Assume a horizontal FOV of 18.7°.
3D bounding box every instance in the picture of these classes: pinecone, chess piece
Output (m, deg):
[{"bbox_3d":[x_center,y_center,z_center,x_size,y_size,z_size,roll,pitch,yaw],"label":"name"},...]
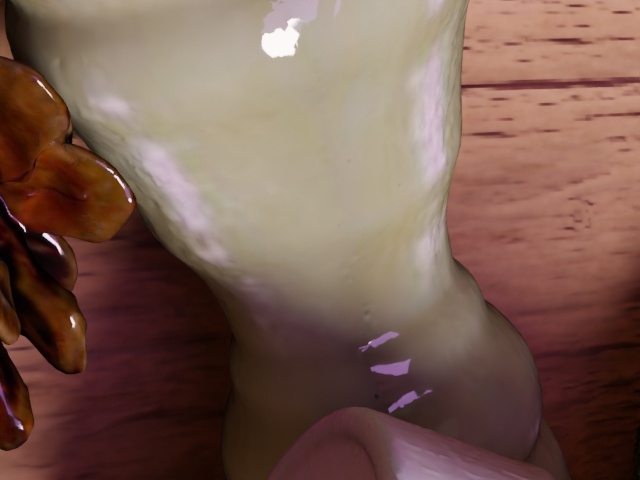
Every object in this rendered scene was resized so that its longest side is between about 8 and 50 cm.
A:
[{"bbox_3d":[-0.200,0.011,0.813,0.201,0.202,0.229,-33,136,-32],"label":"pinecone"},{"bbox_3d":[0.000,0.000,0.937,0.234,0.234,0.442,-28,117,-25],"label":"chess piece"}]

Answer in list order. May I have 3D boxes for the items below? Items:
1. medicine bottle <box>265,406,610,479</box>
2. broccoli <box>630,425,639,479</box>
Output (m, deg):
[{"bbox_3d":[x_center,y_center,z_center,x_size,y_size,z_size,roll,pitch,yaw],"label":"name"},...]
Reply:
[{"bbox_3d":[0.148,0.227,0.843,0.388,0.219,0.219,21,87,-19],"label":"medicine bottle"},{"bbox_3d":[0.328,0.176,1.125,0.310,0.321,0.413,20,89,-4],"label":"broccoli"}]
